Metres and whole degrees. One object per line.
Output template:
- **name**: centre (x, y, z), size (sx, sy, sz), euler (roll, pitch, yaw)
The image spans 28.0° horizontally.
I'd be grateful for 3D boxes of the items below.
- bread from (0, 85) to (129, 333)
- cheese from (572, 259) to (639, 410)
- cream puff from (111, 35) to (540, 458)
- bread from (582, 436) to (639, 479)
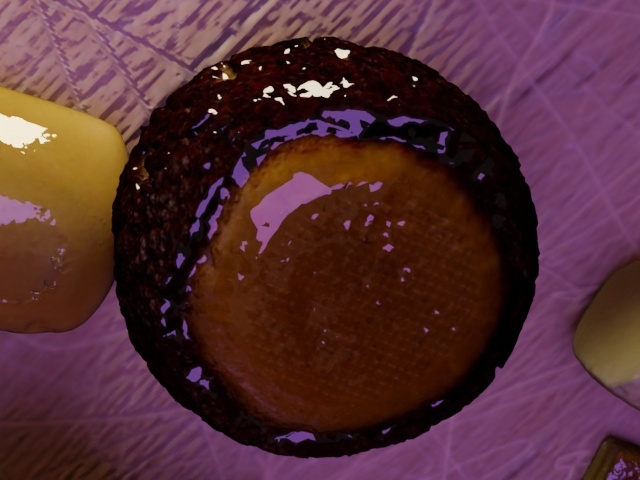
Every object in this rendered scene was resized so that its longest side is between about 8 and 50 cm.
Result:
- **bread**: centre (-0.217, -0.023, 0.736), size (0.217, 0.098, 0.147), euler (12, 103, -9)
- **cheese**: centre (0.246, 0.092, 0.790), size (0.167, 0.123, 0.094), euler (33, 107, -15)
- **cream puff**: centre (0.000, 0.000, 0.720), size (0.239, 0.165, 0.239), euler (-3, 112, -9)
- **bread**: centre (0.217, 0.188, 0.863), size (0.094, 0.035, 0.090), euler (23, 104, -10)
